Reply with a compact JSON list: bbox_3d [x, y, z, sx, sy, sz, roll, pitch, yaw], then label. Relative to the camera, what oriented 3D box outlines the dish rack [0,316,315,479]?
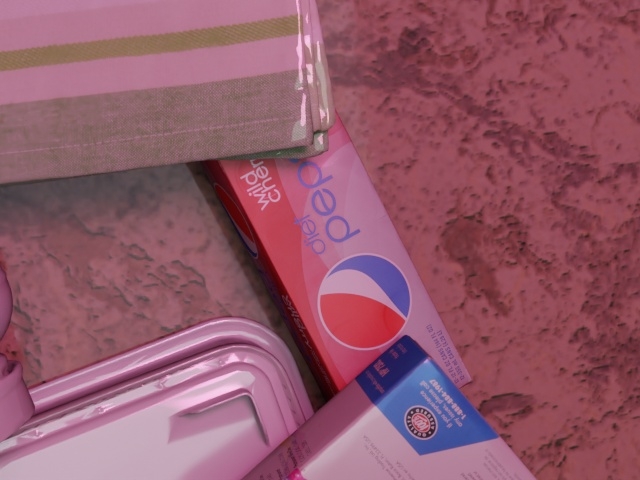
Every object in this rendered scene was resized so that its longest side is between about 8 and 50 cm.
[{"bbox_3d":[-0.133,0.229,0.985,0.333,0.072,0.285,-21,96,-12],"label":"dish rack"}]

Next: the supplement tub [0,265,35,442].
[{"bbox_3d":[-0.320,0.000,0.848,0.228,0.228,0.316,-25,97,-11],"label":"supplement tub"}]

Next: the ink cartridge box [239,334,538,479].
[{"bbox_3d":[0.018,0.189,0.935,0.231,0.078,0.134,-41,102,-1],"label":"ink cartridge box"}]

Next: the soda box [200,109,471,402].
[{"bbox_3d":[0.000,0.000,0.997,0.092,0.083,0.263,-29,99,-10],"label":"soda box"}]

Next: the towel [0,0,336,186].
[{"bbox_3d":[-0.126,-0.204,0.930,0.248,0.038,0.325,-6,86,4],"label":"towel"}]
